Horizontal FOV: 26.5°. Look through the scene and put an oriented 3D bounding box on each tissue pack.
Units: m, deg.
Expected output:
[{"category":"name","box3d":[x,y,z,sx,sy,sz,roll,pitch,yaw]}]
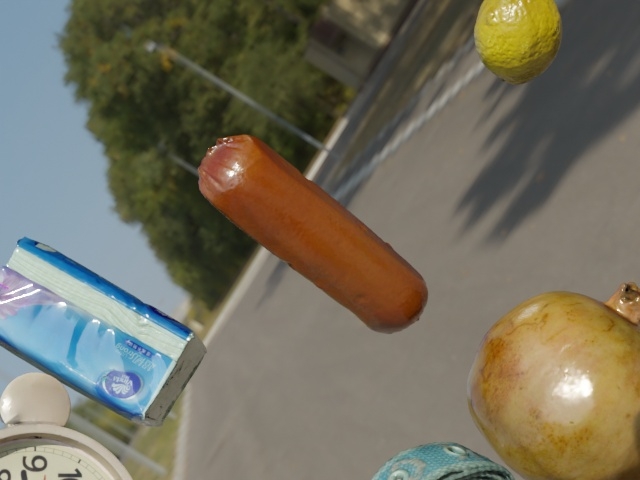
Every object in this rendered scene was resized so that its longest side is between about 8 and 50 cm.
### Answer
[{"category":"tissue pack","box3d":[-0.301,0.126,1.796,0.146,0.263,0.198,-59,-6,-10]}]

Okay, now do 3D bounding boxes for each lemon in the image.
[{"category":"lemon","box3d":[0.143,-0.154,0.986,0.065,0.065,0.092,-61,-28,-43]}]

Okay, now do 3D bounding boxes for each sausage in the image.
[{"category":"sausage","box3d":[0.000,-0.001,1.627,0.097,0.348,0.094,-51,25,2]}]

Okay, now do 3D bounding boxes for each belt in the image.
[{"category":"belt","box3d":[0.116,0.271,1.331,0.163,0.147,0.082,-42,36,-17]}]

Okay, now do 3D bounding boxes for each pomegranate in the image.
[{"category":"pomegranate","box3d":[0.313,0.171,1.643,0.270,0.229,0.252,-50,49,3]}]

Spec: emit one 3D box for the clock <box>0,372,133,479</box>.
[{"category":"clock","box3d":[-0.200,0.206,0.930,0.063,0.156,0.229,131,138,-62]}]
